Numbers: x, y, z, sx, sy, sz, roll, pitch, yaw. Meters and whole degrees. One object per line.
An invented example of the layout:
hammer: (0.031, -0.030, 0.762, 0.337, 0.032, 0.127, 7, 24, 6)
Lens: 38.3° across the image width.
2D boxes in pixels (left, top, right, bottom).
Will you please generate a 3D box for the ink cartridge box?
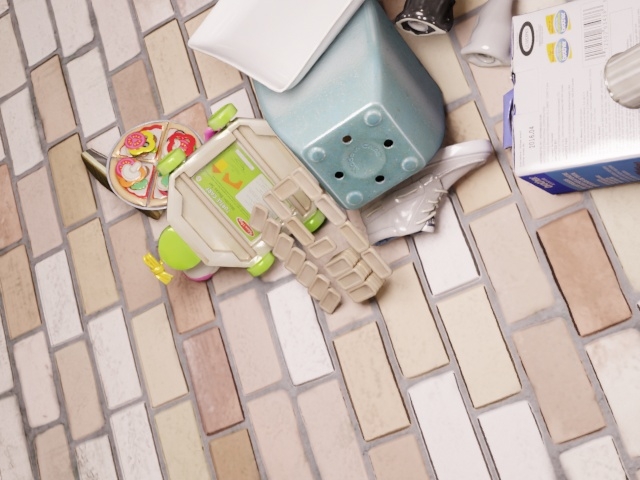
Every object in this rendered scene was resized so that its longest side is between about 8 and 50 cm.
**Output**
ink cartridge box: (0.438, -0.226, 1.388, 0.395, 0.151, 0.270, -7, 75, 35)

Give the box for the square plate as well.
square plate: (-0.032, -0.410, 1.521, 0.347, 0.049, 0.344, -52, 41, -2)

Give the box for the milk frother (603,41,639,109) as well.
milk frother: (0.475, -0.213, 1.207, 0.129, 0.135, 0.143, -28, 91, -21)

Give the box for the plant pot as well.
plant pot: (0.054, -0.195, 1.488, 0.247, 0.248, 0.252, -31, 34, 18)

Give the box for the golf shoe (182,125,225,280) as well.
golf shoe: (-0.210, -0.076, 1.712, 0.115, 0.140, 0.306, 17, 89, 26)

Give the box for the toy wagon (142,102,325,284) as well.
toy wagon: (-0.169, -0.062, 1.625, 0.344, 0.068, 0.267, -40, 108, 0)

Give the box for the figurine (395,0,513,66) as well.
figurine: (0.255, -0.420, 1.535, 0.092, 0.215, 0.209, 6, 76, 70)

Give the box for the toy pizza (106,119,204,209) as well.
toy pizza: (-0.318, -0.153, 1.791, 0.201, 0.032, 0.201, -1, 65, 2)

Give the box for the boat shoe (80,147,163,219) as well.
boat shoe: (-0.384, -0.124, 1.843, 0.223, 0.080, 0.073, 35, 69, 23)

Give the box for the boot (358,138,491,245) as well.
boot: (0.183, -0.074, 1.556, 0.258, 0.095, 0.123, -21, 78, 30)

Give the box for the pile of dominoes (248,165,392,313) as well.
pile of dominoes: (0.000, 0.000, 1.561, 0.251, 0.040, 0.196, 49, 138, -9)
